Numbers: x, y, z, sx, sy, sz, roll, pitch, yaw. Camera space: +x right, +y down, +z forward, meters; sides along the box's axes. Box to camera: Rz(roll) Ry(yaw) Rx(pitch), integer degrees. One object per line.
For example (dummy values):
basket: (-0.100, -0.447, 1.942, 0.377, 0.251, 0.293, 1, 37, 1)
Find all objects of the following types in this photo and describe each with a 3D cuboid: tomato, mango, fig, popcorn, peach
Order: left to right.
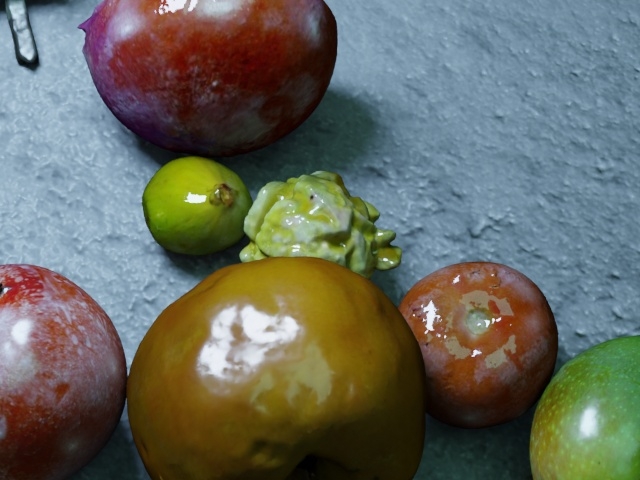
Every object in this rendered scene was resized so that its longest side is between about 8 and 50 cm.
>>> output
tomato: (-0.341, 0.165, 1.437, 0.227, 0.270, 0.270, 40, 55, -39)
fig: (-0.157, -0.043, 1.635, 0.153, 0.121, 0.136, 9, 58, 24)
tomato: (-0.143, -0.215, 1.625, 0.335, 0.289, 0.176, 5, 67, -15)
peach: (-0.046, 0.175, 1.436, 0.343, 0.343, 0.301, -9, 37, -12)
popcorn: (0.000, 0.001, 1.598, 0.187, 0.185, 0.167, -9, 103, -32)
tomato: (0.189, 0.130, 1.562, 0.208, 0.184, 0.208, -1, 65, 3)
mango: (0.386, 0.217, 1.520, 0.382, 0.201, 0.225, -31, 89, -44)

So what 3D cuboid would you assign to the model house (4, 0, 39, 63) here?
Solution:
model house: (-0.404, -0.396, 1.718, 0.205, 0.218, 0.279, -10, 71, -12)
